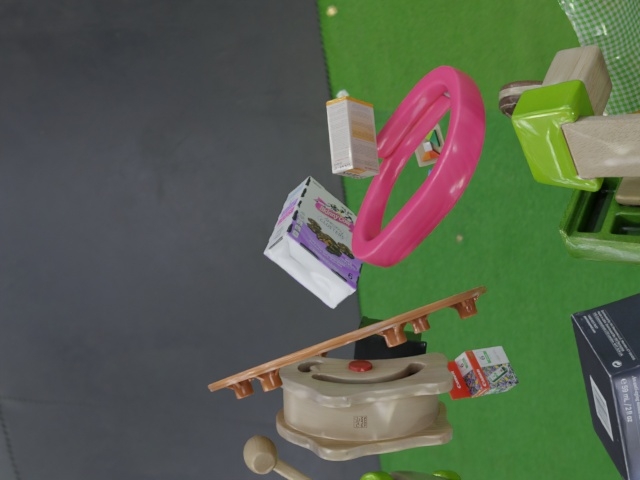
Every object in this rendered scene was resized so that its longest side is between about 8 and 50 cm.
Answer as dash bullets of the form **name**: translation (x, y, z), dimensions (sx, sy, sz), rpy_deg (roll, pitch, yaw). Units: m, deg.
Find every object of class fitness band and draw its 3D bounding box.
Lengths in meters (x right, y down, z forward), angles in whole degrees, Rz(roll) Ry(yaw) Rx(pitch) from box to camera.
- **fitness band**: translation (0.120, -0.089, 1.241), dimensions (0.054, 0.209, 0.291), rpy_deg (18, 139, -18)

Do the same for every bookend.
- **bookend**: translation (0.160, 0.232, 2.184), dimensions (0.156, 0.157, 0.072), rpy_deg (7, 101, 6)

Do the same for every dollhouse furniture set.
- **dollhouse furniture set**: translation (0.307, -0.149, 0.855), dimensions (0.151, 0.301, 0.197), rpy_deg (3, 141, 36)

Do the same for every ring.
- **ring**: translation (0.035, 0.121, 1.111), dimensions (0.336, 0.336, 0.032), rpy_deg (-24, 84, 31)

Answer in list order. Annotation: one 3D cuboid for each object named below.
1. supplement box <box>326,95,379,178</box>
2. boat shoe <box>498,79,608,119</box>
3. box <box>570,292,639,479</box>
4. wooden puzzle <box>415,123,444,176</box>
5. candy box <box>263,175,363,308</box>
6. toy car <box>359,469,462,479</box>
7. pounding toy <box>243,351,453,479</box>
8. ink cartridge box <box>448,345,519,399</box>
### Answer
- **supplement box**: translation (0.043, -0.135, 1.283), dimensions (0.036, 0.062, 0.098), rpy_deg (-12, 77, 37)
- **boat shoe**: translation (0.351, -0.135, 1.287), dimensions (0.257, 0.095, 0.095), rpy_deg (15, 80, -12)
- **box**: translation (0.619, 0.236, 1.663), dimensions (0.294, 0.183, 0.296), rpy_deg (-20, 123, 2)
- **wooden puzzle**: translation (0.192, -0.170, 1.737), dimensions (0.078, 0.014, 0.116), rpy_deg (-21, 91, 47)
- **candy box**: translation (0.000, 0.000, 1.775), dimensions (0.165, 0.196, 0.070), rpy_deg (39, 124, -15)
- **toy car**: translation (0.136, 0.398, 1.245), dimensions (0.149, 0.155, 0.188), rpy_deg (2, 84, 51)
- **pounding toy**: translation (0.029, 0.222, 1.146), dimensions (0.269, 0.154, 0.155), rpy_deg (-5, 103, -18)
- **ink cartridge box**: translation (0.226, 0.190, 1.395), dimensions (0.029, 0.115, 0.063), rpy_deg (-48, 55, 43)
